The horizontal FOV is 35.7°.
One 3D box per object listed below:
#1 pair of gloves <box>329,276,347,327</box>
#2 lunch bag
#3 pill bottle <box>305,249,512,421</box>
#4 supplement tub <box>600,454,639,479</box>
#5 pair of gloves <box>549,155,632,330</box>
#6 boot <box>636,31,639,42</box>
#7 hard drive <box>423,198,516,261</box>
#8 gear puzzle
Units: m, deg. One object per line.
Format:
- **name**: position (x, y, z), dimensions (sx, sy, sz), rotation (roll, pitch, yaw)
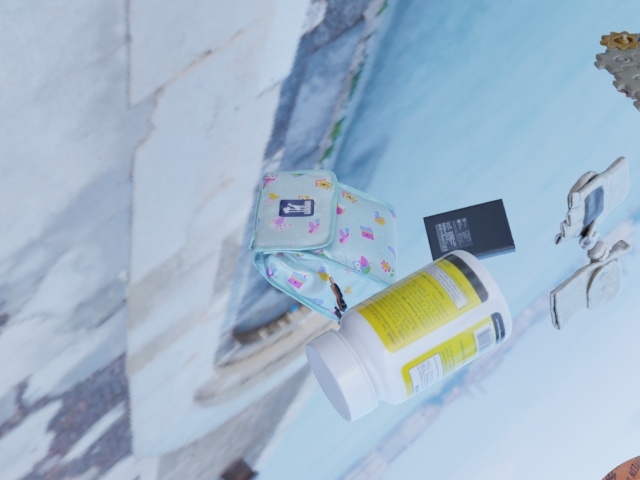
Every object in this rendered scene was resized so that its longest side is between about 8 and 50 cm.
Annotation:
- **pair of gloves**: position (0.029, 0.097, 1.384), dimensions (0.010, 0.074, 0.083), rotation (-14, 120, -7)
- **lunch bag**: position (0.000, 0.000, 1.752), dimensions (0.160, 0.262, 0.223), rotation (-47, -155, 37)
- **pill bottle**: position (0.096, 0.107, 1.104), dimensions (0.208, 0.119, 0.119), rotation (-28, 166, -14)
- **supplement tub**: position (0.351, 0.325, 0.904), dimensions (0.193, 0.193, 0.316), rotation (-42, 134, -3)
- **pair of gloves**: position (0.430, 0.007, 1.550), dimensions (0.204, 0.042, 0.240), rotation (-23, 119, -40)
- **boot**: position (0.540, -0.344, 1.356), dimensions (0.246, 0.083, 0.161), rotation (-17, 132, -31)
- **hard drive**: position (0.244, -0.011, 1.632), dimensions (0.135, 0.094, 0.022), rotation (-14, 153, 8)
- **gear puzzle**: position (0.591, -0.299, 1.796), dimensions (0.175, 0.339, 0.044), rotation (-9, 127, -8)
